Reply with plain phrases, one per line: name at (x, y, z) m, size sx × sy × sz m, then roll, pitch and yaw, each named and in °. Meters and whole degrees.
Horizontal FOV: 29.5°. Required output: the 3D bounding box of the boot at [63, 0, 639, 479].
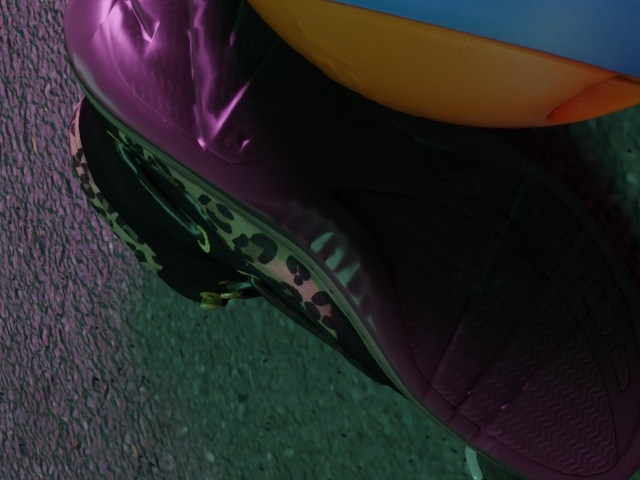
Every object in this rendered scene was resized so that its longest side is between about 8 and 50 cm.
boot at (0.000, 0.000, 0.721) m, size 0.377 × 0.138 × 0.284 m, roll 37°, pitch 166°, yaw -10°

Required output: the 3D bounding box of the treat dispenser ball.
treat dispenser ball at (0.079, -0.190, 0.494) m, size 0.288 × 0.288 × 0.288 m, roll 14°, pitch 109°, yaw 45°

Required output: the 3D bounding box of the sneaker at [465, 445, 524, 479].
sneaker at (0.148, 0.160, 0.690) m, size 0.065 × 0.061 × 0.158 m, roll -47°, pitch 62°, yaw 13°
